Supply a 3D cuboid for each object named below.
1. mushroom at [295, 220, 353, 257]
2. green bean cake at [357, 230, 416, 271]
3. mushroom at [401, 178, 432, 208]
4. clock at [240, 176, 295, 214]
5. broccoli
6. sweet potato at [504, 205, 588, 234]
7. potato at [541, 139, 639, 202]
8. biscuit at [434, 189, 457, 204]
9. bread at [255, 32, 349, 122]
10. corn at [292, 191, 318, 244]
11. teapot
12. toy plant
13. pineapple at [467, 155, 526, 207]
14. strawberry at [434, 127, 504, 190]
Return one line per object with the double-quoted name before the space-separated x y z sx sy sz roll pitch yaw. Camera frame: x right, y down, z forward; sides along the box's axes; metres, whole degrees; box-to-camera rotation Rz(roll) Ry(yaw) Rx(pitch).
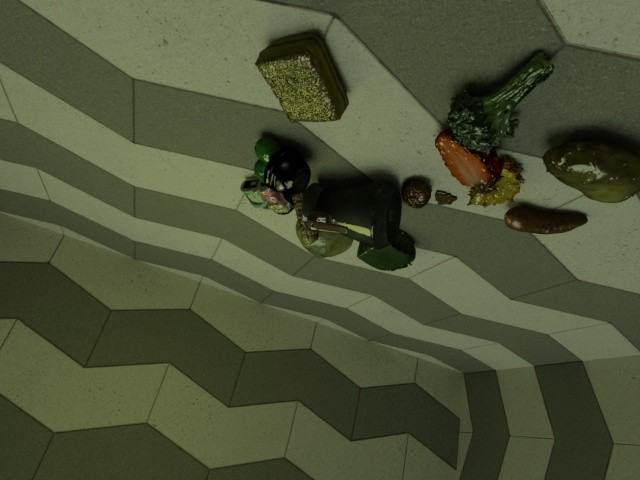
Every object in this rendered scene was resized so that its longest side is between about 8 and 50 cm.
"mushroom" 0.021 -0.019 1.895 0.189 0.164 0.267 -28 117 38
"green bean cake" 0.310 0.044 1.958 0.222 0.125 0.227 31 147 -26
"mushroom" 0.350 -0.169 1.557 0.109 0.085 0.126 15 148 0
"clock" -0.220 -0.185 1.810 0.193 0.100 0.195 0 148 35
"broccoli" 0.482 -0.336 1.110 0.274 0.177 0.198 -23 131 33
"sweet potato" 0.800 -0.069 1.530 0.291 0.098 0.097 5 153 2
"potato" 0.782 -0.205 1.209 0.295 0.142 0.191 16 170 -6
"biscuit" 0.464 -0.160 1.596 0.082 0.016 0.092 -13 144 44
"bread" -0.043 -0.447 1.192 0.184 0.111 0.234 3 150 28
"corn" -0.066 -0.101 1.777 0.079 0.238 0.079 -17 -179 0
"teapot" 0.111 -0.099 1.612 0.343 0.300 0.254 8 115 25
"toy plant" -0.154 -0.267 1.557 0.235 0.175 0.218 36 153 21
"pineapple" 0.604 -0.178 1.419 0.134 0.080 0.233 16 154 -8
"strawberry" 0.462 -0.269 1.296 0.236 0.111 0.190 45 170 -16
